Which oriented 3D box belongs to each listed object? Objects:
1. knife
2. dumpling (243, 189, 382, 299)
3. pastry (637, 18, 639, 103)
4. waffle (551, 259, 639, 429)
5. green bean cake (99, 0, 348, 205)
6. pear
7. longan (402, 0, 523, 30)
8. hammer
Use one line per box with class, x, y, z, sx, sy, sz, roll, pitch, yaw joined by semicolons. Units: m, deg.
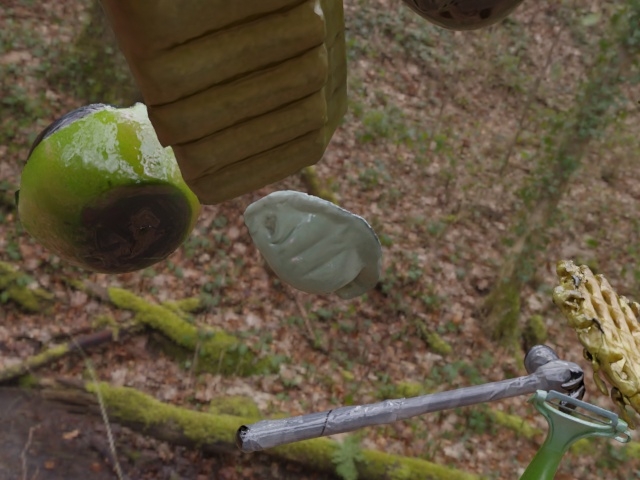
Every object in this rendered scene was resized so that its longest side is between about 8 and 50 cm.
knife;0.185;0.178;0.646;0.078;0.166;0.022;23;44;14
dumpling;-0.004;-0.002;1.172;0.219;0.152;0.108;35;16;-18
pastry;0.498;-0.192;0.806;0.292;0.405;0.337;5;-34;52
waffle;0.420;0.141;1.119;0.280;0.060;0.262;49;30;7
green bean cake;-0.079;-0.169;0.495;0.124;0.233;0.236;-23;62;-7
pear;-0.376;-0.061;1.543;0.399;0.398;0.165;3;45;-32
longan;0.151;-0.317;0.916;0.185;0.159;0.204;24;49;12
hammer;0.109;0.200;0.980;0.427;0.044;0.152;-10;9;-2
